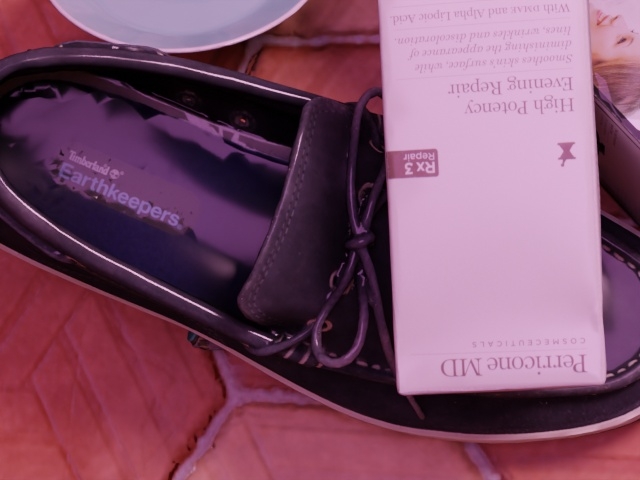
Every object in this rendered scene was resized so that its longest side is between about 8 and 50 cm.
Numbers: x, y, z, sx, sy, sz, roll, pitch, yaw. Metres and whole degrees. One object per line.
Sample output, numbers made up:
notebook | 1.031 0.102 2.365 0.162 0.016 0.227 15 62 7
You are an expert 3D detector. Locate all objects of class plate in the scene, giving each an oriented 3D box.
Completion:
plate | -0.091 -0.181 1.058 0.188 0.024 0.188 0 49 0

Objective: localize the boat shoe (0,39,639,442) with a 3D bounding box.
boat shoe | 0.000 0.000 0.988 0.500 0.156 0.187 19 79 0

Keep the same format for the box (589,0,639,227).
box | 0.158 -0.139 1.008 0.087 0.169 0.290 -40 73 -2

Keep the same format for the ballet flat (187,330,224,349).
ballet flat | -0.060 0.021 1.083 0.041 0.041 0.114 11 81 12

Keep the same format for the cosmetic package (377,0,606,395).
cosmetic package | 0.097 -0.033 0.880 0.117 0.085 0.231 -4 89 10
